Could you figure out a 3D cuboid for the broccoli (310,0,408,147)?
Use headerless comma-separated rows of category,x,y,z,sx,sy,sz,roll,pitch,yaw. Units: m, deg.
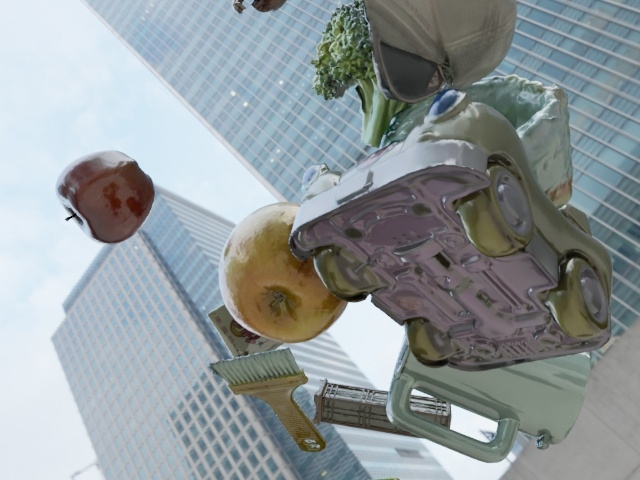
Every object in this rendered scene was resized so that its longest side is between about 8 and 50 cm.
broccoli,0.107,-0.309,1.039,0.288,0.235,0.260,-4,-44,-40

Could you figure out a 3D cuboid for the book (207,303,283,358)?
book,-0.139,0.188,1.462,0.231,0.162,0.022,-31,-3,-22

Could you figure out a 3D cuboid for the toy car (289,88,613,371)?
toy car,0.162,-0.013,0.678,0.242,0.226,0.336,-23,-53,42

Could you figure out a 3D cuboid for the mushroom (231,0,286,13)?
mushroom,-0.125,-0.548,1.270,0.171,0.080,0.135,-50,-52,-4

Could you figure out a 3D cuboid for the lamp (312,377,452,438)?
lamp,0.147,0.411,1.434,0.090,0.325,0.089,-53,-32,-71

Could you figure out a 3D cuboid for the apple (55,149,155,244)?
apple,-0.532,-0.113,1.475,0.234,0.234,0.234,-23,-45,-24

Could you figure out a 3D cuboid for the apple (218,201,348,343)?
apple,-0.066,0.067,1.191,0.285,0.233,0.286,1,-59,2

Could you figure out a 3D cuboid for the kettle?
kettle,0.301,0.255,1.118,0.205,0.317,0.265,27,-97,-83

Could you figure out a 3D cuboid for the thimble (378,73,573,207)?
thimble,0.241,-0.127,0.909,0.288,0.254,0.167,-18,-50,9

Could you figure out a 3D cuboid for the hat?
hat,0.115,-0.281,0.671,0.275,0.232,0.161,8,-37,-45

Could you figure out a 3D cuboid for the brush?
brush,-0.035,0.174,0.620,0.082,0.010,0.218,-12,-43,14

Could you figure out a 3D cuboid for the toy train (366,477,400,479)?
toy train,0.038,0.357,0.719,0.219,0.089,0.127,-29,12,44
